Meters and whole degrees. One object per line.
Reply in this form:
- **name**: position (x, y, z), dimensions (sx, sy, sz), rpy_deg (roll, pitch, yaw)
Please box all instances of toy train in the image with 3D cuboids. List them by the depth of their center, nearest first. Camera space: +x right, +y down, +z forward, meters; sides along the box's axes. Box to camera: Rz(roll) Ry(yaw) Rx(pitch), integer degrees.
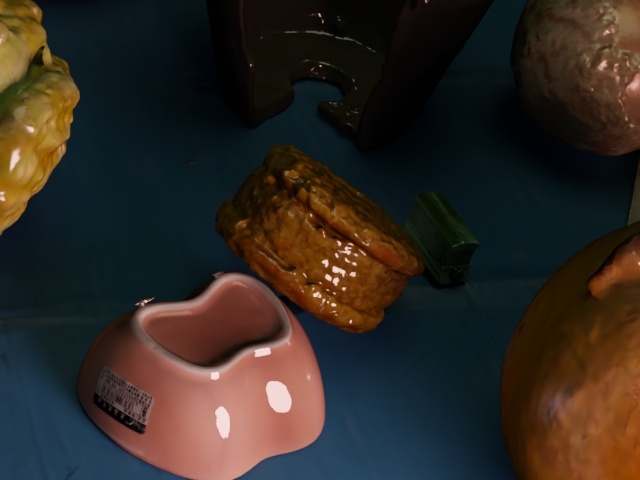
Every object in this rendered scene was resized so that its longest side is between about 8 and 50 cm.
- **toy train**: position (0.113, -0.003, 1.738), dimensions (0.038, 0.056, 0.093), rpy_deg (-7, 44, -29)

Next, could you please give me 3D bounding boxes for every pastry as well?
- **pastry**: position (0.000, 0.000, 1.611), dimensions (0.189, 0.103, 0.189), rpy_deg (37, 9, -6)

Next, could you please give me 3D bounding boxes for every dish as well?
- **dish**: position (-0.095, 0.097, 1.529), dimensions (0.213, 0.090, 0.213), rpy_deg (7, 39, -6)

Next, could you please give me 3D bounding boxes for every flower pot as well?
- **flower pot**: position (0.020, -0.259, 1.878), dimensions (0.379, 0.251, 0.379), rpy_deg (6, 39, -5)

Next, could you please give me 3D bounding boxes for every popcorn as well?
- **popcorn**: position (-0.359, -0.134, 1.602), dimensions (0.279, 0.274, 0.335), rpy_deg (5, 38, -14)

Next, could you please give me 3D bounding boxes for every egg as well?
- **egg**: position (0.301, -0.193, 1.916), dimensions (0.203, 0.203, 0.245), rpy_deg (4, 27, -11)

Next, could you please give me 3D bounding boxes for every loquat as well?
- **loquat**: position (0.299, 0.107, 1.426), dimensions (0.328, 0.359, 0.328), rpy_deg (-8, 21, 3)

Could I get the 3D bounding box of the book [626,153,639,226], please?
- **book**: position (0.417, -0.003, 1.853), dimensions (0.208, 0.020, 0.295), rpy_deg (15, 38, 5)
